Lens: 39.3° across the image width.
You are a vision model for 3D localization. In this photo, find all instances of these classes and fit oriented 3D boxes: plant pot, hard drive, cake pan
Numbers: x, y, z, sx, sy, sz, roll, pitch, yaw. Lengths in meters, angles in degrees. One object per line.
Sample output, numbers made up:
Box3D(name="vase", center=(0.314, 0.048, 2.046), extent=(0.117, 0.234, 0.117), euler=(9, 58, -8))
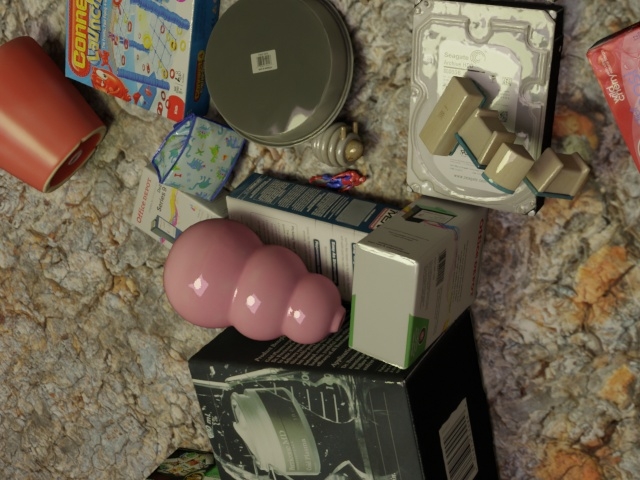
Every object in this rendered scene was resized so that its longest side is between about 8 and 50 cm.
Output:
Box3D(name="plant pot", center=(-0.605, -0.248, 1.885), extent=(0.243, 0.275, 0.275), euler=(41, 128, -4))
Box3D(name="hard drive", center=(0.261, -0.221, 1.464), extent=(0.237, 0.064, 0.339), euler=(14, 118, 26))
Box3D(name="cake pan", center=(-0.085, -0.310, 1.588), extent=(0.293, 0.054, 0.293), euler=(3, 97, 25))

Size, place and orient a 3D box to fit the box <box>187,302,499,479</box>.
Box3D(name="box", center=(0.059, 0.387, 1.742), extent=(0.472, 0.297, 0.479), euler=(0, 112, 34))

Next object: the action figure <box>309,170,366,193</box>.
Box3D(name="action figure", center=(0.035, -0.109, 1.677), extent=(0.115, 0.030, 0.038), euler=(-6, 126, 32))

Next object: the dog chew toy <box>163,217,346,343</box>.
Box3D(name="dog chew toy", center=(-0.114, 0.088, 1.633), extent=(0.332, 0.206, 0.206), euler=(20, 122, 10))

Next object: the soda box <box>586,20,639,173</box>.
Box3D(name="soda box", center=(0.492, -0.187, 1.322), extent=(0.092, 0.083, 0.263), euler=(-22, 101, 37))

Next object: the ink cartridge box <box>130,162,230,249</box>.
Box3D(name="ink cartridge box", center=(-0.276, -0.056, 1.859), extent=(0.212, 0.093, 0.154), euler=(34, 127, 16))

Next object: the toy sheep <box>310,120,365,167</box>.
Box3D(name="toy sheep", center=(0.026, -0.176, 1.619), extent=(0.132, 0.091, 0.091), euler=(23, 124, 39))

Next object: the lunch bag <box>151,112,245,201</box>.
Box3D(name="lunch bag", center=(-0.233, -0.170, 1.739), extent=(0.151, 0.129, 0.096), euler=(-50, 45, 25))

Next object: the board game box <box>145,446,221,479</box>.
Box3D(name="board game box", center=(-0.275, 0.553, 2.126), extent=(0.260, 0.136, 0.030), euler=(0, 111, 33))

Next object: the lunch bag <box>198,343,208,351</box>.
Box3D(name="lunch bag", center=(-0.222, 0.278, 2.002), extent=(0.065, 0.067, 0.098), euler=(-8, 109, 35))

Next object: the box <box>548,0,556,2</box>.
Box3D(name="box", center=(0.300, -0.475, 1.328), extent=(0.184, 0.045, 0.190), euler=(25, 123, 17))

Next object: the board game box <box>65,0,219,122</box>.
Box3D(name="board game box", center=(-0.348, -0.420, 1.731), extent=(0.302, 0.086, 0.308), euler=(23, 123, 21))

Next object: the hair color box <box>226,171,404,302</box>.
Box3D(name="hair color box", center=(0.000, 0.000, 1.692), extent=(0.347, 0.105, 0.174), euler=(16, 131, 25))

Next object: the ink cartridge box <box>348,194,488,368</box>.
Box3D(name="ink cartridge box", center=(0.169, 0.055, 1.519), extent=(0.117, 0.278, 0.201), euler=(18, 121, 28))

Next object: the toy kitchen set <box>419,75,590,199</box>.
Box3D(name="toy kitchen set", center=(0.287, -0.139, 1.409), extent=(0.122, 0.166, 0.207), euler=(-61, 40, 35))

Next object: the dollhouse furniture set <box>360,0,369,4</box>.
Box3D(name="dollhouse furniture set", center=(0.063, -0.510, 1.358), extent=(0.161, 0.212, 0.242), euler=(-24, 126, 36))
